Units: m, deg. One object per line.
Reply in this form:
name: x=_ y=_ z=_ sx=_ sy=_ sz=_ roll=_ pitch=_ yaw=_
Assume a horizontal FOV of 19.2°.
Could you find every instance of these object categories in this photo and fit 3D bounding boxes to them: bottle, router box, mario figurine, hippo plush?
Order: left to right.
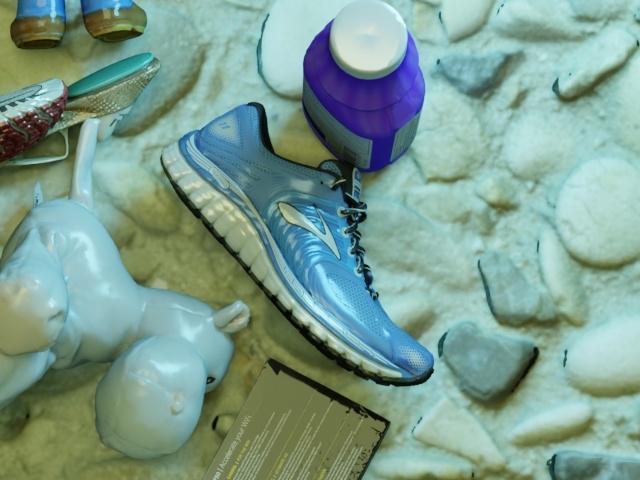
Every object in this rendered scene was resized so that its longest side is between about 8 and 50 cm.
mario figurine: x=-0.248 y=-0.352 z=1.870 sx=0.198 sy=0.170 sz=0.320 roll=-4 pitch=89 yaw=-38
hippo plush: x=-0.212 y=0.099 z=1.751 sx=0.237 sy=0.234 sz=0.294 roll=34 pitch=37 yaw=-12
router box: x=-0.033 y=0.218 z=1.781 sx=0.133 sy=0.046 sz=0.179 roll=28 pitch=80 yaw=5
bottle: x=0.039 y=-0.146 z=1.732 sx=0.092 sy=0.283 sz=0.118 roll=-41 pitch=81 yaw=-8

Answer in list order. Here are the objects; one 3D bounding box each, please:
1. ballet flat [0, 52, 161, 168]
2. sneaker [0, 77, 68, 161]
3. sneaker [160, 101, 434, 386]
ballet flat: x=-0.245 y=-0.119 z=1.841 sx=0.206 sy=0.073 sz=0.067 roll=-21 pitch=108 yaw=-2
sneaker: x=-0.343 y=-0.117 z=1.749 sx=0.225 sy=0.088 sz=0.092 roll=-15 pitch=74 yaw=-14
sneaker: x=0.000 y=0.000 z=1.781 sx=0.147 sy=0.130 sz=0.330 roll=-41 pitch=82 yaw=-3
